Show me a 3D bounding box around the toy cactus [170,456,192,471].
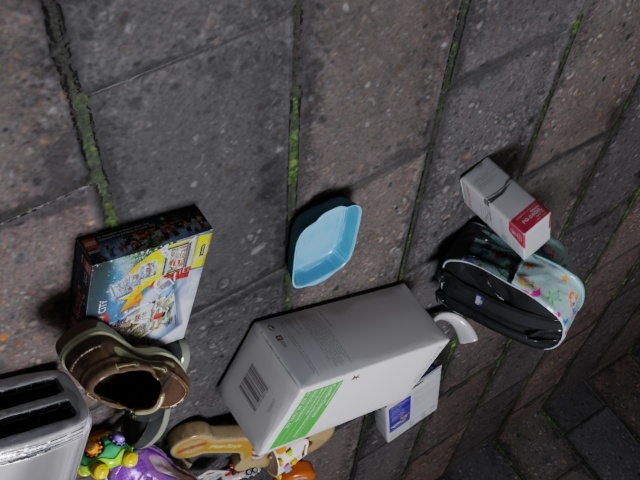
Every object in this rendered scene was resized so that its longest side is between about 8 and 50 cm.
[{"bbox_3d":[-0.309,0.477,1.616,0.180,0.112,0.219,-48,144,-3],"label":"toy cactus"}]

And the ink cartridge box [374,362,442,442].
[{"bbox_3d":[0.211,0.383,2.129,0.165,0.065,0.333,-31,154,-13],"label":"ink cartridge box"}]

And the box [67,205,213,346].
[{"bbox_3d":[-0.234,0.067,1.099,0.159,0.044,0.233,-18,147,-33],"label":"box"}]

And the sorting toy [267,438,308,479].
[{"bbox_3d":[-0.056,0.396,1.599,0.075,0.045,0.083,-21,137,-29],"label":"sorting toy"}]

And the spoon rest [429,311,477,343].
[{"bbox_3d":[0.204,0.207,1.817,0.276,0.084,0.137,-11,173,-35],"label":"spoon rest"}]

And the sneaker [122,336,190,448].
[{"bbox_3d":[-0.280,0.224,1.267,0.118,0.083,0.222,-5,129,-41],"label":"sneaker"}]

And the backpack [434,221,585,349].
[{"bbox_3d":[0.369,0.085,1.642,0.191,0.253,0.225,-50,157,-21],"label":"backpack"}]

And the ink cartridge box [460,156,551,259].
[{"bbox_3d":[0.311,-0.055,1.459,0.063,0.150,0.109,-40,154,-5],"label":"ink cartridge box"}]

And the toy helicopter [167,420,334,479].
[{"bbox_3d":[-0.118,0.364,1.629,0.355,0.140,0.235,9,135,-40],"label":"toy helicopter"}]

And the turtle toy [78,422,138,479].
[{"bbox_3d":[-0.328,0.325,1.363,0.130,0.066,0.095,-16,-179,-36],"label":"turtle toy"}]

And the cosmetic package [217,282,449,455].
[{"bbox_3d":[0.027,0.217,1.537,0.365,0.155,0.197,-11,142,-40],"label":"cosmetic package"}]

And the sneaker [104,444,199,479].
[{"bbox_3d":[-0.266,0.427,1.497,0.095,0.104,0.236,-55,132,-10],"label":"sneaker"}]

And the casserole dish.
[{"bbox_3d":[0.000,0.000,1.290,0.114,0.037,0.188,-26,152,-22],"label":"casserole dish"}]

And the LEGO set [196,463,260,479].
[{"bbox_3d":[-0.237,0.506,1.817,0.182,0.060,0.244,-35,152,17],"label":"LEGO set"}]

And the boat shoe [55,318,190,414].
[{"bbox_3d":[-0.237,0.187,1.108,0.095,0.095,0.257,-43,149,3],"label":"boat shoe"}]

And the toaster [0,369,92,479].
[{"bbox_3d":[-0.391,0.260,1.121,0.227,0.129,0.146,-9,140,-42],"label":"toaster"}]
